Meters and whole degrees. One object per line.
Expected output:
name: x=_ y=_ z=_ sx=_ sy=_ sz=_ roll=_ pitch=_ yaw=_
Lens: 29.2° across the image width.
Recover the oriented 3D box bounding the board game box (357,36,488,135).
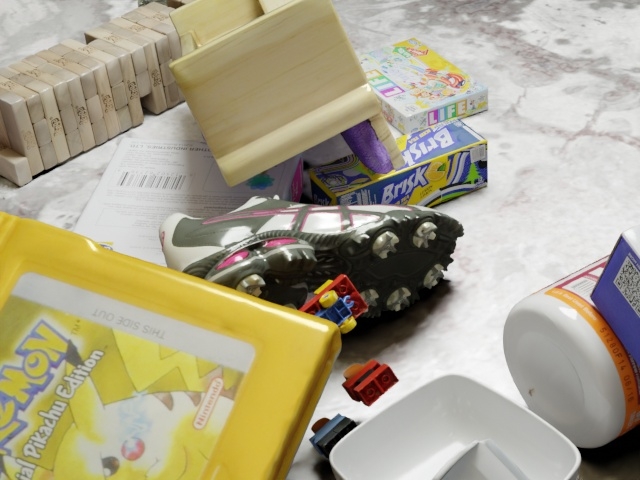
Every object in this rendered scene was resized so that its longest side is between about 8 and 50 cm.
board game box: x=0.100 y=-0.172 z=1.358 sx=0.103 sy=0.026 sz=0.154 roll=-21 pitch=38 yaw=-20

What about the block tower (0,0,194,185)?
block tower: x=-0.230 y=-0.184 z=1.369 sx=0.091 sy=0.097 sz=0.335 roll=26 pitch=47 yaw=38

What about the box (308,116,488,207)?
box: x=0.077 y=-0.061 z=1.182 sx=0.169 sy=0.054 sz=0.059 roll=-20 pitch=38 yaw=-20

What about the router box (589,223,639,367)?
router box: x=0.396 y=0.093 z=0.793 sx=0.301 sy=0.082 sz=0.335 roll=-21 pitch=60 yaw=-20

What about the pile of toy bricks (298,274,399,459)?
pile of toy bricks: x=-0.051 y=0.121 z=0.924 sx=0.212 sy=0.118 sz=0.105 roll=-39 pitch=16 yaw=-15

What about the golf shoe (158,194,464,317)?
golf shoe: x=0.000 y=0.000 z=1.010 sx=0.273 sy=0.105 sz=0.120 roll=-8 pitch=40 yaw=-37

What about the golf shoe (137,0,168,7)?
golf shoe: x=-0.146 y=-0.289 z=1.547 sx=0.176 sy=0.069 sz=0.086 roll=12 pitch=15 yaw=24

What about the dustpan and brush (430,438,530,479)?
dustpan and brush: x=0.074 y=0.240 z=0.737 sx=0.211 sy=0.060 sz=0.147 roll=-43 pitch=81 yaw=-3

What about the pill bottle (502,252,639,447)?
pill bottle: x=0.257 y=0.058 z=0.929 sx=0.221 sy=0.121 sz=0.121 roll=-24 pitch=39 yaw=-23

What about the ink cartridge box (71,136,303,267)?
ink cartridge box: x=-0.130 y=0.010 z=1.106 sx=0.185 sy=0.065 sz=0.311 roll=3 pitch=34 yaw=8

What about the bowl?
bowl: x=0.095 y=0.168 z=0.858 sx=0.142 sy=0.053 sz=0.142 roll=-30 pitch=41 yaw=-29

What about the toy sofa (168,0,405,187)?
toy sofa: x=-0.046 y=-0.151 z=1.187 sx=0.150 sy=0.177 sz=0.362 roll=-25 pitch=19 yaw=1

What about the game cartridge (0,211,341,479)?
game cartridge: x=-0.185 y=0.132 z=0.821 sx=0.323 sy=0.053 sz=0.285 roll=18 pitch=65 yaw=14
